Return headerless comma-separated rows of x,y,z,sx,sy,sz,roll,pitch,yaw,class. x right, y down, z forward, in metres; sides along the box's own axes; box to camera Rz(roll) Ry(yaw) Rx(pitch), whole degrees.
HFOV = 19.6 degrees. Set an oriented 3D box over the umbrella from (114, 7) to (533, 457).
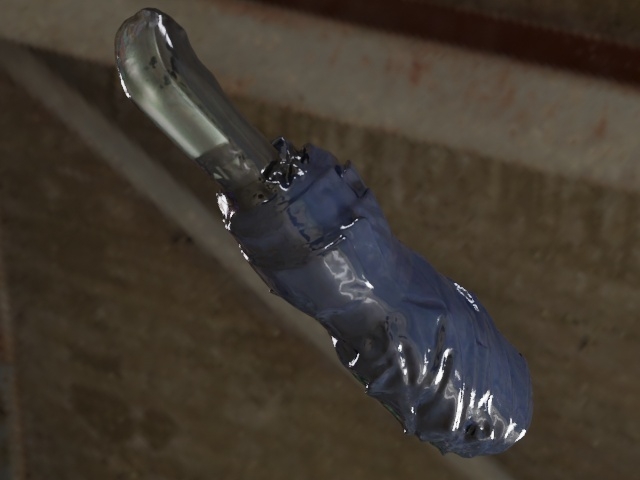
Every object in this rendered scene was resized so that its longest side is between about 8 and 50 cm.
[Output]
-0.001,0.006,0.739,0.071,0.071,0.248,-17,-46,38,umbrella
